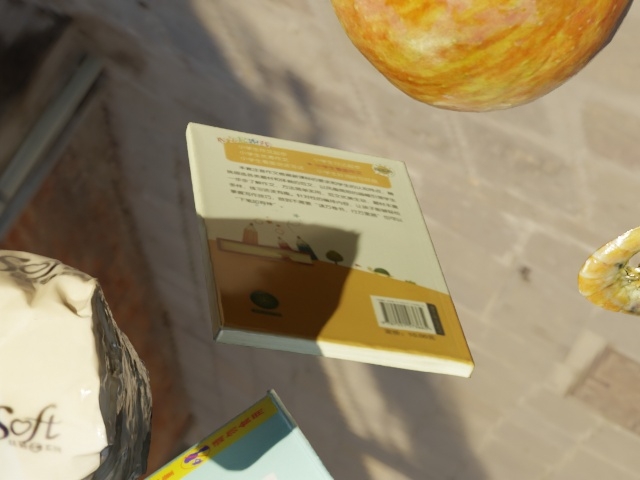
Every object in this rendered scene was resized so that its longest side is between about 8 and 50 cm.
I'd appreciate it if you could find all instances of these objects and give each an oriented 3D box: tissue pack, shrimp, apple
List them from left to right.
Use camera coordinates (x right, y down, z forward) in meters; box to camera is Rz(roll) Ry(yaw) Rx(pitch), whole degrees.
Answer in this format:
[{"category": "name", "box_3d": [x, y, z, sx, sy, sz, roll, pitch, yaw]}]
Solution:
[{"category": "tissue pack", "box_3d": [-0.297, 0.103, 0.962, 0.375, 0.195, 0.390, 5, 165, -5]}, {"category": "apple", "box_3d": [0.144, -0.261, 1.248, 0.277, 0.309, 0.250, 9, 165, -44]}, {"category": "shrimp", "box_3d": [0.221, 0.022, 0.967, 0.114, 0.023, 0.083, 21, 129, -31]}]

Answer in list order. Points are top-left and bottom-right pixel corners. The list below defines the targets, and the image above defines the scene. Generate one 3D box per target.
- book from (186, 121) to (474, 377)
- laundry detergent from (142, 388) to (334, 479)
[{"category": "book", "box_3d": [0.000, 0.000, 1.244, 0.208, 0.020, 0.295, 9, -147, -16]}, {"category": "laundry detergent", "box_3d": [-0.091, 0.340, 1.413, 0.287, 0.305, 0.287, 56, 176, 6]}]
